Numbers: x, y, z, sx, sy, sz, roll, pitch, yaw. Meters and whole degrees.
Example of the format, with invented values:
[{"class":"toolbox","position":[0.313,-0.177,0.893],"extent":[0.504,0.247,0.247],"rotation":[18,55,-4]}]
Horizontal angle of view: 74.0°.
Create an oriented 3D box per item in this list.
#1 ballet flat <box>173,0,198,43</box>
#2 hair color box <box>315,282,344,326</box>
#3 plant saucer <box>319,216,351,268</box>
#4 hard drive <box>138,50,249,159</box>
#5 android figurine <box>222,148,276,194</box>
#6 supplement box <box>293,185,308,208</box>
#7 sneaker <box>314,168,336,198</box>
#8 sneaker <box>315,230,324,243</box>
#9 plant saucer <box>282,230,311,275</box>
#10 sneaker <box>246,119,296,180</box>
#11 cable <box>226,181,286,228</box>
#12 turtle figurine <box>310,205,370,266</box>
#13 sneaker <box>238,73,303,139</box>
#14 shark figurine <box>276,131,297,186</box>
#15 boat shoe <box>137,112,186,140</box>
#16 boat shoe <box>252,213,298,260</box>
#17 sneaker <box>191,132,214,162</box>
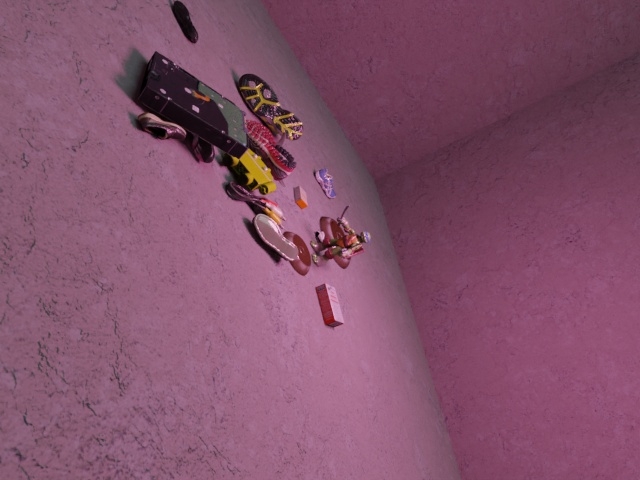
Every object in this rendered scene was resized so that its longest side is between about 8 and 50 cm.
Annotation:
[{"class":"ballet flat","position":[-0.535,-0.861,1.675],"extent":[0.173,0.057,0.049],"rotation":[66,-23,-1]},{"class":"hair color box","position":[0.040,0.273,1.789],"extent":[0.093,0.053,0.167],"rotation":[34,37,-56]},{"class":"plant saucer","position":[0.092,0.002,2.300],"extent":[0.310,0.050,0.310],"rotation":[54,22,-33]},{"class":"hard drive","position":[-0.381,-0.415,1.322],"extent":[0.339,0.064,0.237],"rotation":[27,35,-35]},{"class":"android figurine","position":[-0.262,-0.274,1.590],"extent":[0.248,0.056,0.273],"rotation":[52,19,-1]},{"class":"supplement box","position":[-0.095,-0.209,2.059],"extent":[0.062,0.036,0.098],"rotation":[46,26,-45]},{"class":"sneaker","position":[0.045,-0.339,2.552],"extent":[0.211,0.081,0.080],"rotation":[54,19,-35]},{"class":"sneaker","position":[0.000,0.000,2.069],"extent":[0.044,0.040,0.109],"rotation":[20,42,-43]},{"class":"plant saucer","position":[-0.089,0.046,1.749],"extent":[0.198,0.036,0.198],"rotation":[55,21,-32]},{"class":"sneaker","position":[-0.241,-0.376,1.764],"extent":[0.299,0.112,0.121],"rotation":[49,35,-2]},{"class":"cable","position":[-0.230,-0.152,1.551],"extent":[0.287,0.072,0.139],"rotation":[45,22,-47]},{"class":"turtle figurine","position":[0.071,-0.009,1.893],"extent":[0.275,0.266,0.197],"rotation":[13,54,-68]},{"class":"sneaker","position":[-0.256,-0.625,2.048],"extent":[0.384,0.145,0.147],"rotation":[46,-14,-25]},{"class":"shark figurine","position":[-0.162,-0.369,1.965],"extent":[0.166,0.116,0.278],"rotation":[54,23,-36]},{"class":"boat shoe","position":[-0.442,-0.306,1.192],"extent":[0.152,0.056,0.049],"rotation":[12,59,-56]},{"class":"boat shoe","position":[-0.174,-0.007,1.532],"extent":[0.227,0.069,0.081],"rotation":[49,63,-30]},{"class":"sneaker","position":[-0.374,-0.329,1.378],"extent":[0.077,0.072,0.178],"rotation":[21,48,-67]}]
